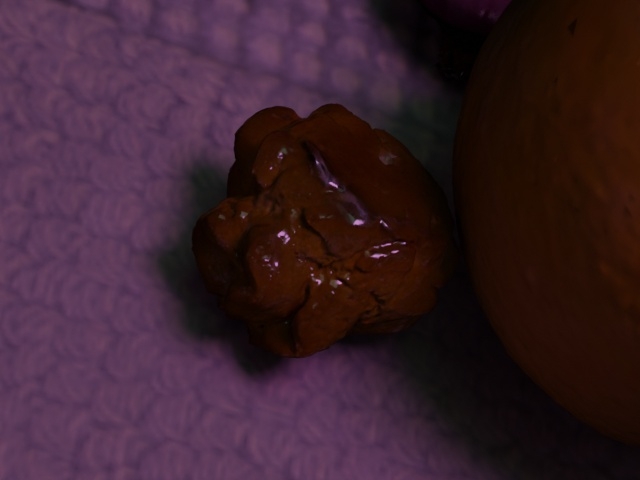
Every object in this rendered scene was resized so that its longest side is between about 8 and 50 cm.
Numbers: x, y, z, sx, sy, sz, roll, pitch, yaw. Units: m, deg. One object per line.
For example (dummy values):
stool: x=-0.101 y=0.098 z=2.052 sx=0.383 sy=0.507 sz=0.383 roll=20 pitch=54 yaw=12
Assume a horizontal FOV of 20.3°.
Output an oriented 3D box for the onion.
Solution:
onion: x=0.093 y=-0.129 z=0.925 sx=0.115 sy=0.115 sz=0.104 roll=27 pitch=96 yaw=-9

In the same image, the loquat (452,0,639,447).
loquat: x=0.196 y=-0.021 z=0.783 sx=0.275 sy=0.275 sz=0.275 roll=13 pitch=55 yaw=-19

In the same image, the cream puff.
cream puff: x=0.000 y=0.000 z=0.797 sx=0.116 sy=0.094 sz=0.122 roll=33 pitch=27 yaw=-4
